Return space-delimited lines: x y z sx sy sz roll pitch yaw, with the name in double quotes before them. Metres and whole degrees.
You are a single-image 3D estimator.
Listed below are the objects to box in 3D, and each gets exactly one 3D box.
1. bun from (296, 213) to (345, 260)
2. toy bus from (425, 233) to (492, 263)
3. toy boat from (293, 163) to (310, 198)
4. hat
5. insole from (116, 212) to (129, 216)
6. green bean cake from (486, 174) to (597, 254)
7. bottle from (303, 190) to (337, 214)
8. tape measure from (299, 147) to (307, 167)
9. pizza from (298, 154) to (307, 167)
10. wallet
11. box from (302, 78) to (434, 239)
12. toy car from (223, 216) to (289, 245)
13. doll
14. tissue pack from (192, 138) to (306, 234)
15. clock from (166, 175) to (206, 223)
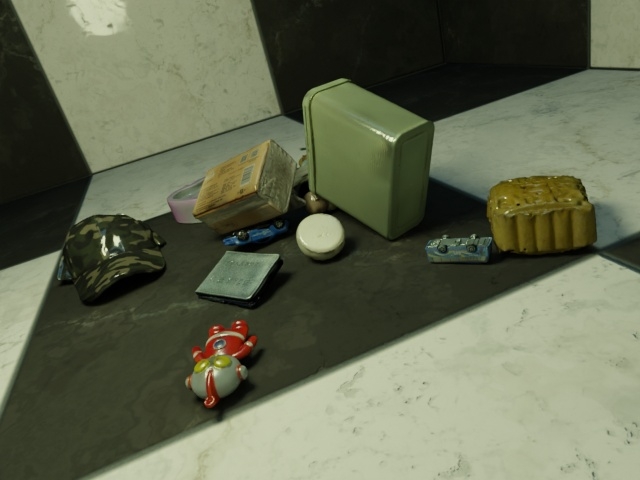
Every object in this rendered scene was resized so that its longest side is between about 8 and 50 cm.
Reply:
"bun" 0.000 0.000 1.356 0.138 0.094 0.138 1 60 -2
"toy bus" 0.332 0.022 1.159 0.153 0.061 0.051 -1 30 30
"toy boat" -0.024 -0.217 1.727 0.141 0.140 0.269 -34 19 -35
"hat" -0.683 0.029 1.558 0.366 0.257 0.382 -29 9 -22
"insole" -0.710 -0.057 1.793 0.063 0.192 0.010 0 67 -4
"green bean cake" 0.519 -0.068 1.157 0.230 0.131 0.224 -5 26 19
"bottle" 0.041 -0.151 1.633 0.209 0.110 0.097 -24 68 -23
"tape measure" -0.041 -0.326 1.958 0.164 0.084 0.330 -21 45 -23
"pizza" -0.033 -0.360 2.157 0.134 0.046 0.175 -28 28 -25
"wallet" -0.216 0.095 1.290 0.222 0.036 0.167 4 47 37
"box" 0.129 -0.229 1.365 0.177 0.351 0.344 -30 47 -28
"toy car" -0.197 -0.018 1.517 0.216 0.063 0.103 -22 7 -22
"doll" -0.204 0.247 0.982 0.142 0.076 0.245 -13 21 6
"tissue pack" -0.219 -0.144 1.569 0.306 0.238 0.238 -16 20 37
"clock" -0.439 -0.180 1.952 0.339 0.102 0.338 -13 25 6
